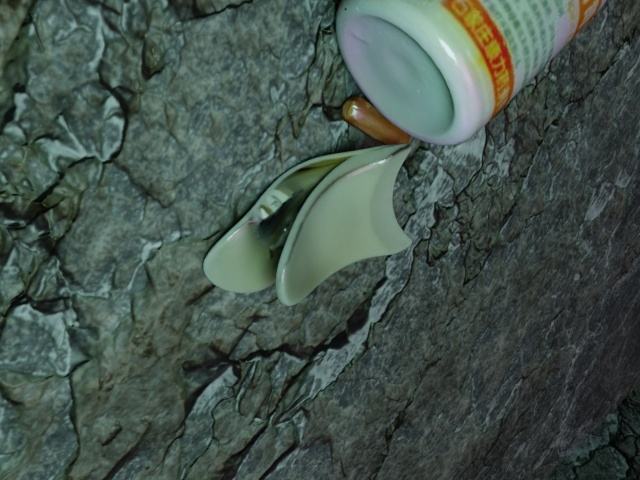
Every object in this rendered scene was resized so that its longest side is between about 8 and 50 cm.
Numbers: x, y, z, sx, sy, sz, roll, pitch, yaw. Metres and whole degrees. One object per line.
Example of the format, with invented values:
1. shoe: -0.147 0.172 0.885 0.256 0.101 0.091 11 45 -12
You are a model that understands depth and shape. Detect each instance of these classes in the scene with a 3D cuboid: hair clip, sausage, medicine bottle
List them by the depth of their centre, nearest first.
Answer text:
1. medicine bottle: 0.219 -0.313 0.829 0.388 0.219 0.219 -45 139 -16
2. hair clip: -0.009 -0.010 0.895 0.282 0.113 0.173 -36 137 -31
3. sausage: 0.074 -0.156 0.921 0.131 0.041 0.039 21 105 -50
